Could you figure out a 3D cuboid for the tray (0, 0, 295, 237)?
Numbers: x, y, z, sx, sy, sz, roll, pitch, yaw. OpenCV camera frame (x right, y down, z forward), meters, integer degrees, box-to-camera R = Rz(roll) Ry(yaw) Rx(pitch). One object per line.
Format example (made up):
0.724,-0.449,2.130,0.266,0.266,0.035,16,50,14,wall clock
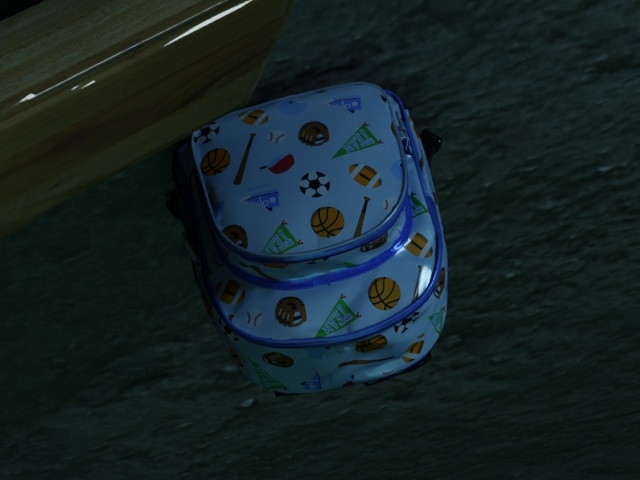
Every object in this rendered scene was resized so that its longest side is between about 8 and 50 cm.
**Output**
-0.197,-0.102,1.447,0.411,0.076,0.203,-33,164,-33,tray

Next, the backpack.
0.000,0.000,1.733,0.276,0.263,0.213,-17,153,2,backpack
